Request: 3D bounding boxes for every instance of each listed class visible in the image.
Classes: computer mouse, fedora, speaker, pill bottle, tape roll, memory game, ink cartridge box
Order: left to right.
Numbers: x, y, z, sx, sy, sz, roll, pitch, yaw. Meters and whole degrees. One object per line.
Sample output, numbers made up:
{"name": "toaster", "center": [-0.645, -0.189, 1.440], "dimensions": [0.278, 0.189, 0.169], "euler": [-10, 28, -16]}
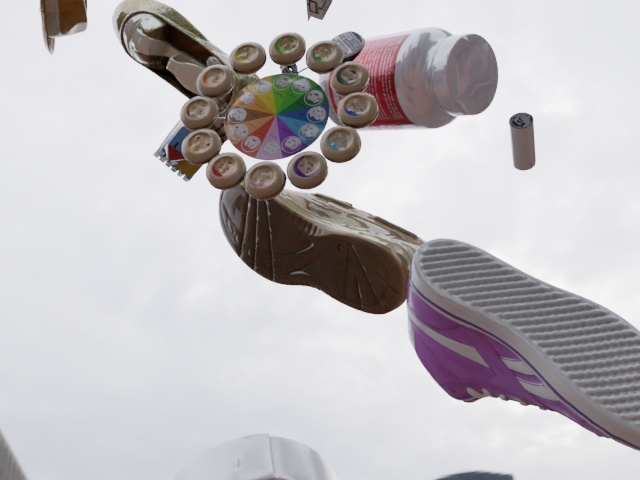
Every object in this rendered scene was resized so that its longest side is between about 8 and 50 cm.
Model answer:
{"name": "fedora", "center": [-0.459, -0.427, 1.294], "dimensions": [0.079, 0.194, 0.194], "euler": [-2, -34, -17]}
{"name": "tape roll", "center": [-0.100, 0.440, 1.114], "dimensions": [0.286, 0.100, 0.286], "euler": [-3, -64, -7]}
{"name": "memory game", "center": [-0.041, -0.118, 0.657], "dimensions": [0.186, 0.186, 0.012], "euler": [-9, -29, 6]}
{"name": "ink cartridge box", "center": [0.000, -0.374, 1.107], "dimensions": [0.028, 0.048, 0.083], "euler": [23, -18, 10]}
{"name": "computer mouse", "center": [0.012, -0.379, 1.545], "dimensions": [0.193, 0.106, 0.042], "euler": [-30, -30, -8]}
{"name": "pill bottle", "center": [0.201, -0.372, 1.694], "dimensions": [0.229, 0.229, 0.407], "euler": [27, -11, -38]}
{"name": "speaker", "center": [0.458, -0.224, 1.641], "dimensions": [0.055, 0.055, 0.136], "euler": [-12, -42, 10]}

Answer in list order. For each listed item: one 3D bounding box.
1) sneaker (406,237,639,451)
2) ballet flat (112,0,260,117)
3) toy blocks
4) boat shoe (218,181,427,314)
{"name": "sneaker", "center": [0.203, 0.124, 0.694], "dimensions": [0.102, 0.282, 0.161], "euler": [-34, -35, -31]}
{"name": "ballet flat", "center": [-0.250, -0.319, 1.251], "dimensions": [0.348, 0.123, 0.123], "euler": [36, -35, 12]}
{"name": "toy blocks", "center": [-0.273, -0.256, 1.665], "dimensions": [0.190, 0.261, 0.381], "euler": [39, -14, -17]}
{"name": "boat shoe", "center": [0.000, 0.000, 0.952], "dimensions": [0.110, 0.341, 0.122], "euler": [-18, -56, -45]}
